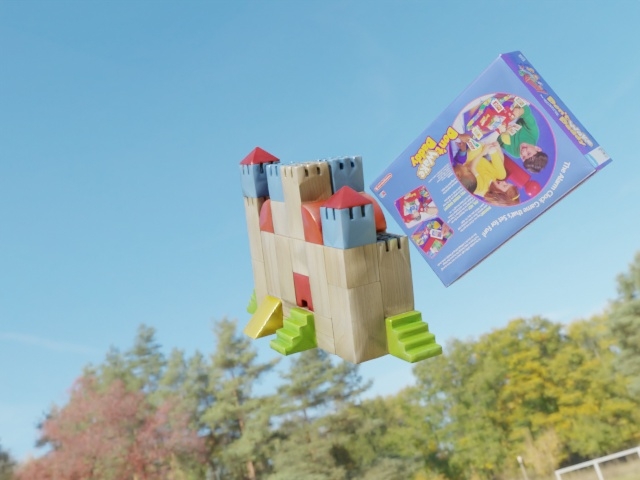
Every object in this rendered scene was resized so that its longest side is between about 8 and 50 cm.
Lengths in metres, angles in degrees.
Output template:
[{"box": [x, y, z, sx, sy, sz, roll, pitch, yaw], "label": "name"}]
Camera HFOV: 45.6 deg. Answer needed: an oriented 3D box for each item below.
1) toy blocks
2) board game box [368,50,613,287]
[{"box": [0.000, 0.000, 1.037, 0.190, 0.261, 0.381, -12, 12, -27], "label": "toy blocks"}, {"box": [0.270, -0.110, 1.281, 0.078, 0.233, 0.347, -25, -15, -49], "label": "board game box"}]
